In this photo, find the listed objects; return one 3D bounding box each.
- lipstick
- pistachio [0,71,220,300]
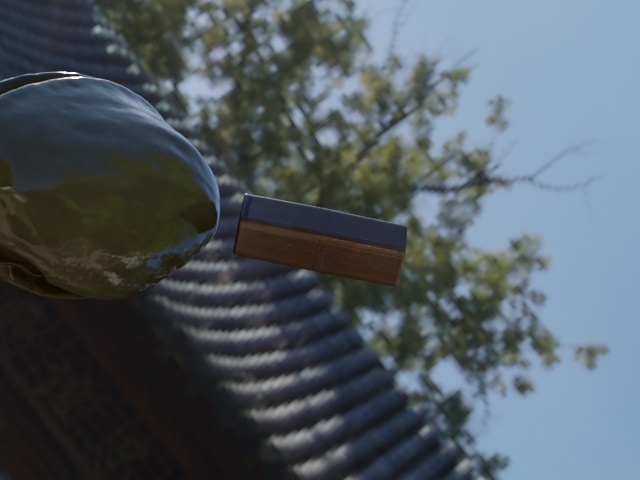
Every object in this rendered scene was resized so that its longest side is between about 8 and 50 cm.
[{"bbox_3d":[0.000,0.000,1.351,0.145,0.045,0.045,12,-53,-2],"label":"lipstick"},{"bbox_3d":[-0.202,-0.049,1.301,0.166,0.288,0.197,-6,-102,38],"label":"pistachio"}]
